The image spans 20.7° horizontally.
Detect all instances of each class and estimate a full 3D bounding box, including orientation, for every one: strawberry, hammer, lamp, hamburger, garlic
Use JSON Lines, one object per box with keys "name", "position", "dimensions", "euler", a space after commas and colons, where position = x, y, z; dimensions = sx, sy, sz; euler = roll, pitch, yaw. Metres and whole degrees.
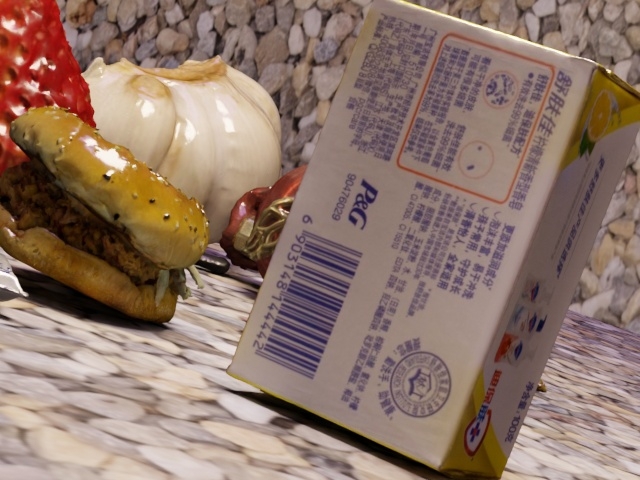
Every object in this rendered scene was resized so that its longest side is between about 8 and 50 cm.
{"name": "strawberry", "position": [-0.299, -0.152, 1.562], "dimensions": [0.205, 0.244, 0.205], "euler": [4, 20, -1]}
{"name": "hammer", "position": [-0.205, -0.011, 1.733], "dimensions": [0.246, 0.029, 0.103], "euler": [19, 4, -23]}
{"name": "lamp", "position": [-0.006, 0.007, 1.689], "dimensions": [0.215, 0.151, 0.223], "euler": [30, -36, 13]}
{"name": "hamburger", "position": [-0.153, -0.018, 1.263], "dimensions": [0.185, 0.113, 0.177], "euler": [28, -4, -27]}
{"name": "garlic", "position": [-0.149, -0.076, 1.824], "dimensions": [0.185, 0.203, 0.281], "euler": [39, 30, 21]}

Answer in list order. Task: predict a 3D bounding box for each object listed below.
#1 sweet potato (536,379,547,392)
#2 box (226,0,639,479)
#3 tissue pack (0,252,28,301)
{"name": "sweet potato", "position": [0.151, 0.109, 1.672], "dimensions": [0.153, 0.038, 0.041], "euler": [26, 22, -28]}
{"name": "box", "position": [0.073, -0.001, 1.093], "dimensions": [0.168, 0.265, 0.097], "euler": [20, 1, 28]}
{"name": "tissue pack", "position": [-0.259, 0.007, 1.150], "dimensions": [0.122, 0.026, 0.193], "euler": [18, 3, -15]}
